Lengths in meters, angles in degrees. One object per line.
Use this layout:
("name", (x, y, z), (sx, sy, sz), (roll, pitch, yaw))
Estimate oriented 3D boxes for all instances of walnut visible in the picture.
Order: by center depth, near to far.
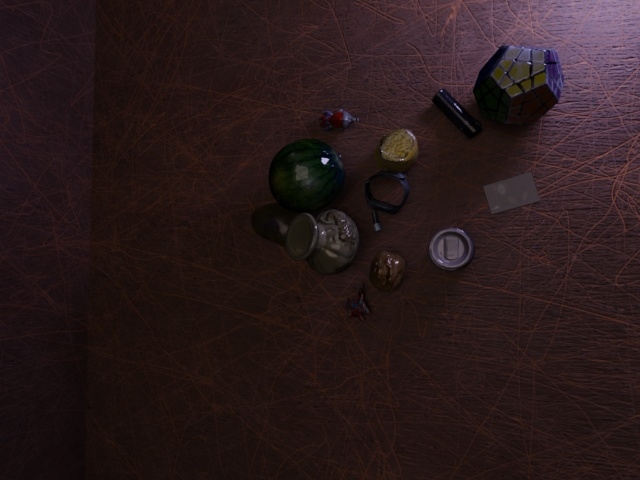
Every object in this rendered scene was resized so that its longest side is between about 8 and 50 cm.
("walnut", (0.294, 0.142, 1.779), (0.156, 0.155, 0.183), (18, 99, 23))

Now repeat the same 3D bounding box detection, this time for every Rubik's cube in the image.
("Rubik's cube", (0.747, -0.590, 1.521), (0.264, 0.319, 0.318), (31, 103, -7))

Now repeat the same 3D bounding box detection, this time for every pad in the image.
("pad", (0.783, -0.194, 1.646), (0.190, 0.004, 0.127), (-17, 83, 22))

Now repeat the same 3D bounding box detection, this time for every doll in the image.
("doll", (0.082, -0.572, 1.914), (0.228, 0.075, 0.102), (7, 107, 33))

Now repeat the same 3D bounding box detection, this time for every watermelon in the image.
("watermelon", (-0.063, -0.298, 1.838), (0.364, 0.363, 0.362), (0, 90, 23))

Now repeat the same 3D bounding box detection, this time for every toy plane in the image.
("toy plane", (0.183, 0.281, 1.874), (0.130, 0.061, 0.189), (15, 91, 24))

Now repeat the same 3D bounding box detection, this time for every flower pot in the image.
("flower pot", (0.000, 0.000, 1.803), (0.308, 0.244, 0.306), (-13, 72, 48))

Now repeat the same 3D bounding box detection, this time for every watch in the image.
("watch", (0.290, -0.222, 1.794), (0.207, 0.068, 0.192), (23, 124, 24))

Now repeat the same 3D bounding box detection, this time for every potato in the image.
("potato", (-0.206, -0.084, 1.983), (0.308, 0.173, 0.209), (15, 98, 20))

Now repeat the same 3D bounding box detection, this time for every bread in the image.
("bread", (0.330, -0.394, 1.756), (0.197, 0.170, 0.196), (-1, 83, 12))

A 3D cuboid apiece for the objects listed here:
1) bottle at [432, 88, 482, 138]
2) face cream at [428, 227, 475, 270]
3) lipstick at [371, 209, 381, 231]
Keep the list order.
("bottle", (0.581, -0.537, 1.698), (0.244, 0.072, 0.082), (53, 127, 14))
("face cream", (0.547, 0.038, 1.667), (0.178, 0.153, 0.177), (-1, 88, 23))
("lipstick", (0.255, -0.099, 1.859), (0.037, 0.037, 0.115), (-14, 81, 23))
